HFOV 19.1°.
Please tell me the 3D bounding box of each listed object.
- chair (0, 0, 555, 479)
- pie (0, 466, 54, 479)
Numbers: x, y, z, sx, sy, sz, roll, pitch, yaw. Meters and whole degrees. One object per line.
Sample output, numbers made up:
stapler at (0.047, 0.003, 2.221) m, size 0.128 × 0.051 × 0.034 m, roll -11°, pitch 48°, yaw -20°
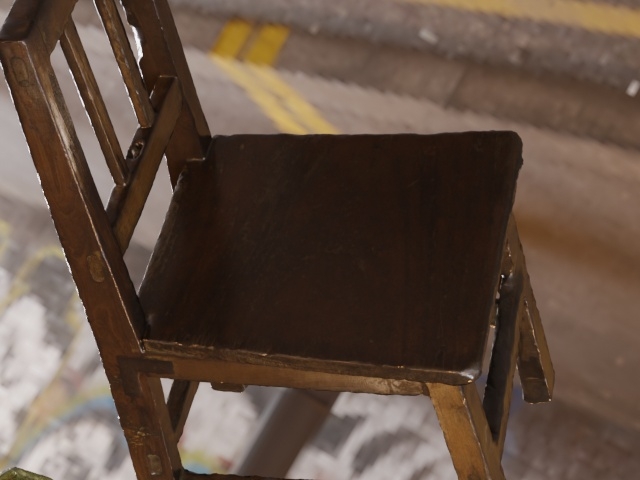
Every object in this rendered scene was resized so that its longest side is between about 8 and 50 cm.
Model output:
chair at (0.000, 0.000, 1.094) m, size 0.241 × 0.203 × 0.416 m, roll 3°, pitch 134°, yaw 14°
pie at (-0.161, 0.157, 0.988) m, size 0.020 × 0.084 × 0.084 m, roll 6°, pitch 156°, yaw 43°
